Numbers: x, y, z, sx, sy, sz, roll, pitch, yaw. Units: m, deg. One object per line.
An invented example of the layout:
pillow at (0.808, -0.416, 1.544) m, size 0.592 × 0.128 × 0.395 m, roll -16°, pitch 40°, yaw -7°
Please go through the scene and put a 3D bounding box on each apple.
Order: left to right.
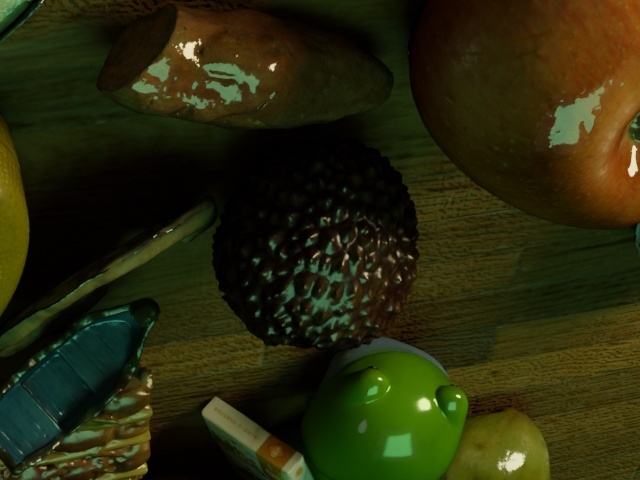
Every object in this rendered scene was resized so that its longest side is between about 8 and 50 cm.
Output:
apple at (0.204, -0.129, 1.300) m, size 0.251 × 0.206 × 0.272 m, roll -33°, pitch 140°, yaw 12°

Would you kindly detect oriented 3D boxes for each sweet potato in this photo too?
sweet potato at (-0.048, -0.128, 1.282) m, size 0.251 × 0.097 × 0.097 m, roll 0°, pitch 139°, yaw -31°

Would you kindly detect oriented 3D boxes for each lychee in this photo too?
lychee at (0.000, 0.000, 1.396) m, size 0.188 × 0.188 × 0.188 m, roll -12°, pitch 143°, yaw -10°

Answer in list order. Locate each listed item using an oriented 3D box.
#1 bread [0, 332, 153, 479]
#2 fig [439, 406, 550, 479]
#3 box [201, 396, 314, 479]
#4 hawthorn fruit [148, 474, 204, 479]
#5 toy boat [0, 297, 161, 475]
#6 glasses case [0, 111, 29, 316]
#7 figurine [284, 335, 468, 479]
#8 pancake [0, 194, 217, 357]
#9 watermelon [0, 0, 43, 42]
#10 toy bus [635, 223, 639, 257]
bread at (-0.295, 0.181, 1.541) m, size 0.274 × 0.114 × 0.185 m, roll -9°, pitch 142°, yaw -17°
fig at (0.175, 0.255, 1.838) m, size 0.153 × 0.121 × 0.136 m, roll -23°, pitch 148°, yaw 3°
box at (-0.043, 0.249, 1.738) m, size 0.032 × 0.122 × 0.220 m, roll -48°, pitch 148°, yaw -19°
hawthorn fruit at (-0.161, 0.442, 1.683) m, size 0.402 × 0.403 × 0.403 m, roll -12°, pitch 143°, yaw -10°
toy boat at (-0.208, 0.116, 1.432) m, size 0.185 × 0.075 × 0.077 m, roll -42°, pitch -171°, yaw -14°
glasses case at (-0.352, 0.042, 1.314) m, size 0.173 × 0.141 × 0.371 m, roll 18°, pitch 129°, yaw -41°
figurine at (0.049, 0.195, 1.698) m, size 0.162 × 0.143 × 0.263 m, roll 18°, pitch 146°, yaw -12°
pancake at (-0.182, 0.032, 1.385) m, size 0.235 × 0.029 × 0.212 m, roll -33°, pitch 180°, yaw 27°
watermelon at (-0.284, -0.187, 1.067) m, size 0.318 × 0.148 × 0.226 m, roll -23°, pitch 136°, yaw 1°
toy bus at (0.381, -0.074, 1.537) m, size 0.138 × 0.097 × 0.342 m, roll -9°, pitch 142°, yaw -18°
